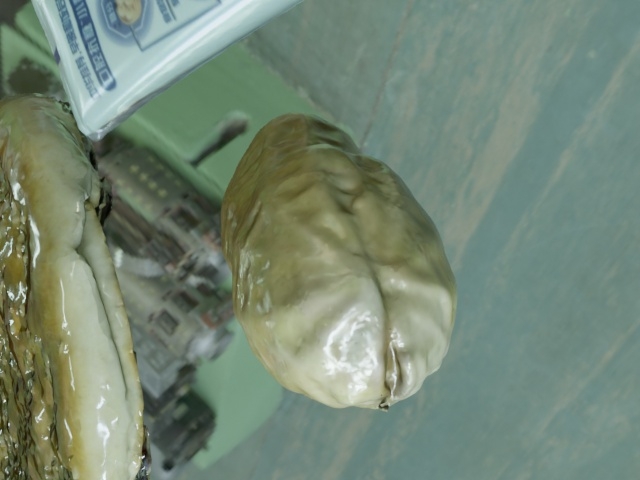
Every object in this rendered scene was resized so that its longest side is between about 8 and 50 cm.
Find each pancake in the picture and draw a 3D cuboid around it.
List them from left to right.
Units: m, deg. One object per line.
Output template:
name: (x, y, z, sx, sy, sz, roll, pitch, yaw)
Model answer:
pancake: (-0.149, 0.058, 0.505, 0.282, 0.049, 0.282, -1, 89, 57)

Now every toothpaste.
toothpaste: (-0.003, -0.099, 0.311, 0.239, 0.039, 0.062, -22, 91, 32)

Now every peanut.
peanut: (0.000, 0.000, 0.706, 0.149, 0.149, 0.313, 61, -179, -20)
